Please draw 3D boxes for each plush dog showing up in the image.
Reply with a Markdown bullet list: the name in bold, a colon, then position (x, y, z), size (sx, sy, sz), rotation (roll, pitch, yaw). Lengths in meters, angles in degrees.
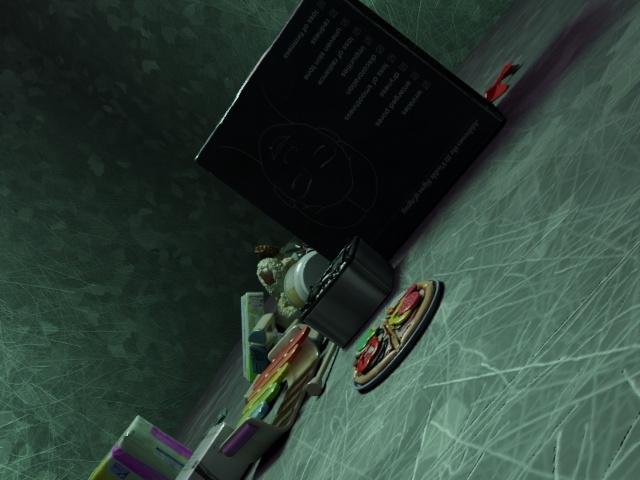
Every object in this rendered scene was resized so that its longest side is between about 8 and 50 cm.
- **plush dog**: position (-0.093, 0.114, 2.096), size (0.211, 0.262, 0.225), rotation (-27, 34, -20)

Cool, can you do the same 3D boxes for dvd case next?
- **dvd case**: position (-0.341, 0.595, 2.268), size (0.119, 0.013, 0.087), rotation (-52, 4, -1)

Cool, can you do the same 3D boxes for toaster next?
- **toaster**: position (0.051, 0.097, 1.369), size (0.168, 0.110, 0.185), rotation (-52, 3, 16)

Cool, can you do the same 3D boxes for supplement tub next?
- **supplement tub**: position (-0.005, 0.102, 1.748), size (0.144, 0.144, 0.200), rotation (-54, 4, -17)

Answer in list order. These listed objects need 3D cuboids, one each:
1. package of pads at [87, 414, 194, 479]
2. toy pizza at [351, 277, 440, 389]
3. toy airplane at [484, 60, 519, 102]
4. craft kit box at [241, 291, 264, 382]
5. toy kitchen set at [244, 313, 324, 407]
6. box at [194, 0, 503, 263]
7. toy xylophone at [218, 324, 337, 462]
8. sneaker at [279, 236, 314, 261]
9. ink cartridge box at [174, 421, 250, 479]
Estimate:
- **package of pads**: position (-0.431, 0.592, 1.742), size (0.296, 0.229, 0.101), rotation (-49, 8, 31)
- **toy pizza**: position (0.102, 0.130, 1.034), size (0.201, 0.032, 0.201), rotation (-52, 4, 5)
- **toy airplane**: position (0.441, -0.387, 1.759), size (0.151, 0.028, 0.151), rotation (-52, 5, 7)
- **craft kit box**: position (-0.197, 0.280, 2.071), size (0.246, 0.061, 0.249), rotation (138, 130, -81)
- **toy kitchen set**: position (-0.078, 0.287, 1.579), size (0.122, 0.166, 0.207), rotation (-56, -31, -52)
- **box**: position (0.066, -0.244, 1.597), size (0.480, 0.472, 0.297), rotation (-52, 3, 19)
- **toy xylophone**: position (-0.071, 0.279, 1.366), size (0.236, 0.081, 0.322), rotation (-51, 5, 22)
- **sneaker**: position (0.000, 0.000, 2.377), size (0.482, 0.185, 0.202), rotation (-57, 1, -37)
- **ink cartridge box**: position (-0.229, 0.476, 1.377), size (0.219, 0.093, 0.160), rotation (-54, 4, -26)
